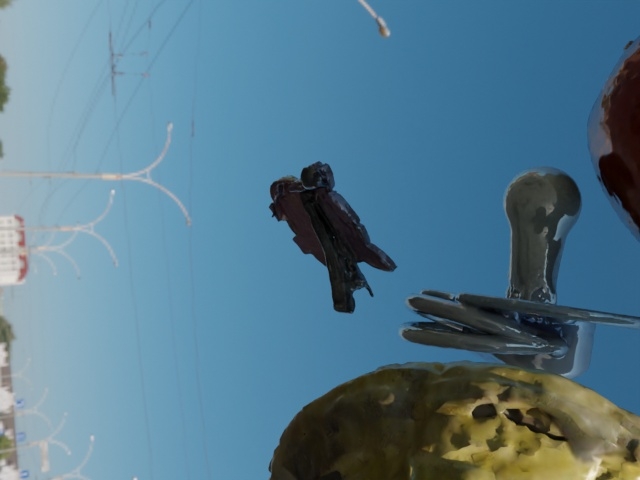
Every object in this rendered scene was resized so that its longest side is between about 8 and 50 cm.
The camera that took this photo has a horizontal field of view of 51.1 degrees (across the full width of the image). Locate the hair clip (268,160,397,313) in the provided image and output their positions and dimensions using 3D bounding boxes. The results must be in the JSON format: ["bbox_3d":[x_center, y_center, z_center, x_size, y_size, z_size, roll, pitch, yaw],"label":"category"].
[{"bbox_3d":[0.006,-0.004,0.783,0.146,0.056,0.187,-4,-64,56],"label":"hair clip"}]

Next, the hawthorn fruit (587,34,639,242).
[{"bbox_3d":[0.407,-0.125,0.691,0.330,0.287,0.287,-111,-148,-44],"label":"hawthorn fruit"}]

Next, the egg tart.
[{"bbox_3d":[0.092,0.189,0.361,0.278,0.095,0.279,12,-57,19],"label":"egg tart"}]

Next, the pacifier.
[{"bbox_3d":[0.226,0.028,0.748,0.299,0.244,0.233,159,-56,-80],"label":"pacifier"}]
